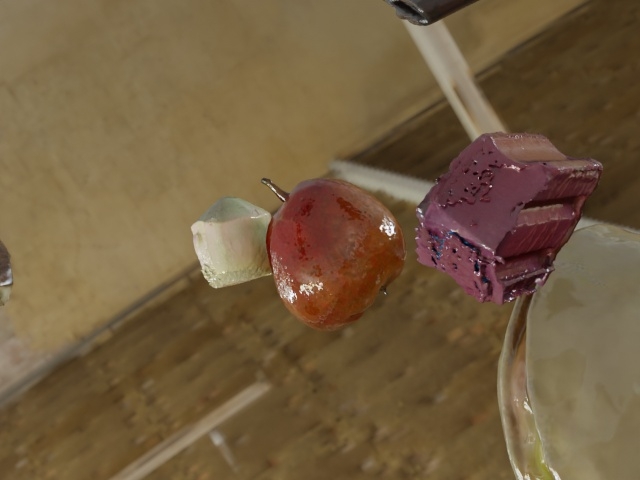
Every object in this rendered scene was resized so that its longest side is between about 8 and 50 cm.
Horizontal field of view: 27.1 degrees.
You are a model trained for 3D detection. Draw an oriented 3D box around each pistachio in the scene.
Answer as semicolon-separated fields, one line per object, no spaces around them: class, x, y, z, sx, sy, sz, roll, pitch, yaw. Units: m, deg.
pistachio;0.373;0.180;1.642;0.281;0.365;0.446;-28;-149;46

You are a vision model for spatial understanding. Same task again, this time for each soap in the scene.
soap;0.181;-0.023;1.286;0.162;0.099;0.250;-58;162;15

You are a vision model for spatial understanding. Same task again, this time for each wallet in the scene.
wallet;0.195;-0.333;1.618;0.229;0.049;0.182;-27;-156;-4

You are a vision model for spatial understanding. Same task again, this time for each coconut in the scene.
coconut;-0.120;-0.002;1.849;0.116;0.122;0.116;-14;177;-1

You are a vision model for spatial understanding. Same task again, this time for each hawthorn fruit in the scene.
hawthorn fruit;0.000;0.000;1.757;0.196;0.225;0.196;-40;176;-3

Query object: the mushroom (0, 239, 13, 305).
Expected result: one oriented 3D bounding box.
mushroom;-0.403;0.100;1.233;0.233;0.208;0.302;-48;176;-36
